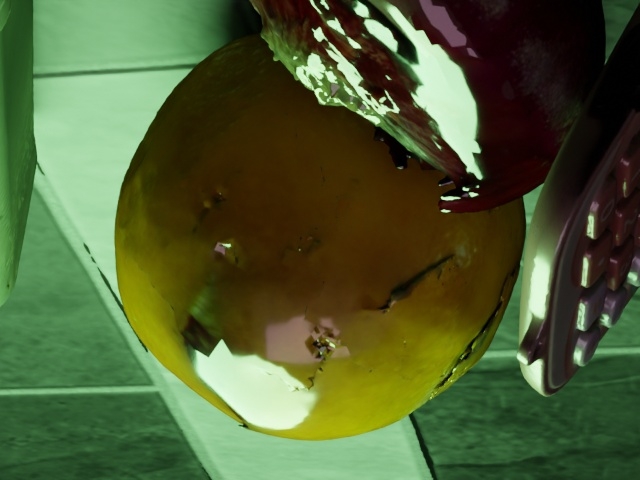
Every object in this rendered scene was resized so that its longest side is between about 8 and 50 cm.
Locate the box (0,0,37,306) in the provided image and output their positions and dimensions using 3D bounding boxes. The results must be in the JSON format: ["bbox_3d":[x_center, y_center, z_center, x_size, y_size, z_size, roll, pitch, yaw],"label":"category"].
[{"bbox_3d":[-0.335,-0.110,1.100,0.352,0.177,0.344,6,150,-3],"label":"box"}]

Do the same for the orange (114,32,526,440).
[{"bbox_3d":[0.000,0.000,1.168,0.246,0.246,0.246,4,149,2],"label":"orange"}]

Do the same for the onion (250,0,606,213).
[{"bbox_3d":[0.049,-0.155,0.950,0.195,0.272,0.272,-41,142,-5],"label":"onion"}]

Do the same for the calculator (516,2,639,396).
[{"bbox_3d":[0.176,-0.069,0.978,0.048,0.329,0.220,27,153,17],"label":"calculator"}]
